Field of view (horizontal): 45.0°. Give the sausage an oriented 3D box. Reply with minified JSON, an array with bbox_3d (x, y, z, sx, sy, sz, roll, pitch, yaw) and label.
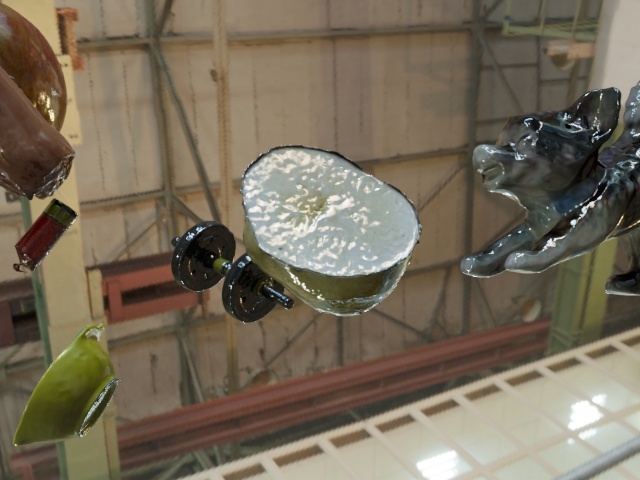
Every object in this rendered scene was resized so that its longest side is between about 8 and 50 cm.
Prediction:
[{"bbox_3d":[-0.297,-0.148,0.558,0.078,0.078,0.304,-44,-65,-9],"label":"sausage"}]

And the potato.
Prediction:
[{"bbox_3d":[0.000,0.000,1.273,0.246,0.300,0.196,-51,-15,-31],"label":"potato"}]

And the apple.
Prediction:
[{"bbox_3d":[-0.516,-0.201,1.121,0.302,0.301,0.301,-13,-64,-27],"label":"apple"}]

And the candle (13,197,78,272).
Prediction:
[{"bbox_3d":[-0.447,-0.004,1.238,0.052,0.052,0.130,44,-106,-37],"label":"candle"}]

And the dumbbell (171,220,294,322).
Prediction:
[{"bbox_3d":[-0.170,0.056,1.439,0.143,0.325,0.143,-29,-49,-39],"label":"dumbbell"}]

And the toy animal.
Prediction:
[{"bbox_3d":[0.348,-0.088,0.992,0.344,0.194,0.302,8,-100,-18],"label":"toy animal"}]

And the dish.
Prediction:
[{"bbox_3d":[-0.339,0.215,1.091,0.207,0.080,0.149,-59,-4,-31],"label":"dish"}]
